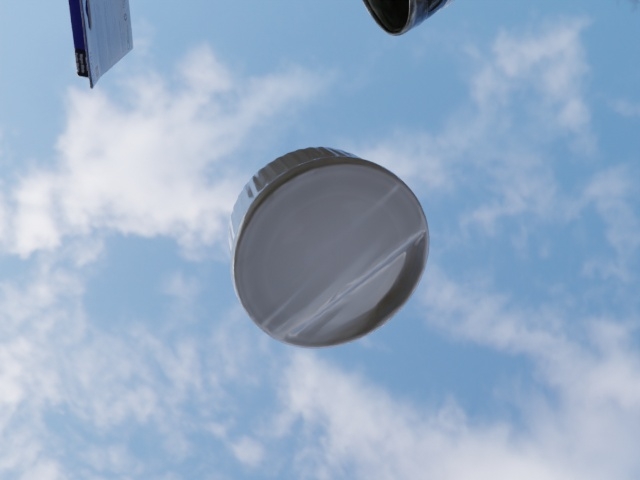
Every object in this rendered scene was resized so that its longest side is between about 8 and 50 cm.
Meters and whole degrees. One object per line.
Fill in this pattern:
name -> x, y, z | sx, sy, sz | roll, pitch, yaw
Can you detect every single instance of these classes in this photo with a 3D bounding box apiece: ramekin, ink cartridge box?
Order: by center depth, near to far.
ramekin -> 0.000, 0.000, 1.243 | 0.273, 0.273, 0.127 | -31, -149, -3
ink cartridge box -> -0.329, -0.354, 1.335 | 0.045, 0.223, 0.224 | 2, -154, 4

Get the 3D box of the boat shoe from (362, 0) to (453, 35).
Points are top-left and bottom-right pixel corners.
boat shoe -> 0.049, -0.350, 0.866 | 0.121, 0.335, 0.119 | -3, -141, 39
